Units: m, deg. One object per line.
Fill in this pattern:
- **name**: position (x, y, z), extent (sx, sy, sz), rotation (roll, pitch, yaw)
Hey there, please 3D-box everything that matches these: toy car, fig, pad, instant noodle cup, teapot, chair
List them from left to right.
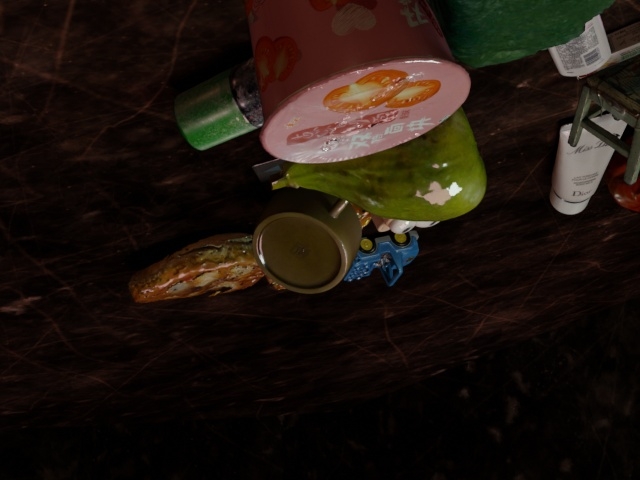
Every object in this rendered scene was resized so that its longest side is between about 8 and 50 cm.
- **teapot**: position (-0.007, -0.032, 2.001), extent (0.185, 0.175, 0.268), rotation (36, 129, -10)
- **pad**: position (-0.005, -0.134, 1.937), extent (0.211, 0.003, 0.143), rotation (-16, 163, 4)
- **instant noodle cup**: position (0.025, -0.240, 1.260), extent (0.243, 0.231, 0.243), rotation (-13, 163, -4)
- **toy car**: position (0.131, 0.045, 2.435), extent (0.191, 0.100, 0.097), rotation (-12, 159, -21)
- **fig**: position (0.093, -0.128, 1.682), extent (0.314, 0.233, 0.233), rotation (-5, 161, -13)
- **chair**: position (0.511, -0.242, 1.768), extent (0.136, 0.147, 0.270), rotation (-30, 146, -27)

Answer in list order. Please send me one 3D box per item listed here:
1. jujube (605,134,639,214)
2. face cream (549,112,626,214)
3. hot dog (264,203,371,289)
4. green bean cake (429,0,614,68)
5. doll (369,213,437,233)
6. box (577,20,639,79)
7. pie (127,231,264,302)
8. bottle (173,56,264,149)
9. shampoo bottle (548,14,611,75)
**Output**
- **jujube**: position (0.699, -0.159, 2.115), extent (0.216, 0.216, 0.342), rotation (0, 165, -39)
- **face cream**: position (0.509, -0.159, 2.172), extent (0.143, 0.089, 0.314), rotation (-13, 152, -5)
- **hot dog**: position (0.000, 0.000, 2.152), extent (0.269, 0.072, 0.115), rotation (-41, 153, 12)
- **green bean cake**: position (0.266, -0.342, 1.253), extent (0.300, 0.169, 0.308), rotation (-14, 163, 5)
- **doll**: position (0.165, -0.100, 1.996), extent (0.154, 0.119, 0.278), rotation (-25, 162, -7)
- **box**: position (0.488, -0.311, 1.727), extent (0.207, 0.041, 0.050), rotation (-22, 158, 21)
- **pie**: position (-0.228, 0.058, 2.214), extent (0.308, 0.085, 0.308), rotation (-16, 167, -4)
- **bottle**: position (-0.041, -0.219, 1.499), extent (0.330, 0.093, 0.093), rotation (-22, 161, 21)
- **shampoo bottle**: position (0.368, -0.305, 1.623), extent (0.086, 0.056, 0.227), rotation (-21, 161, 16)
